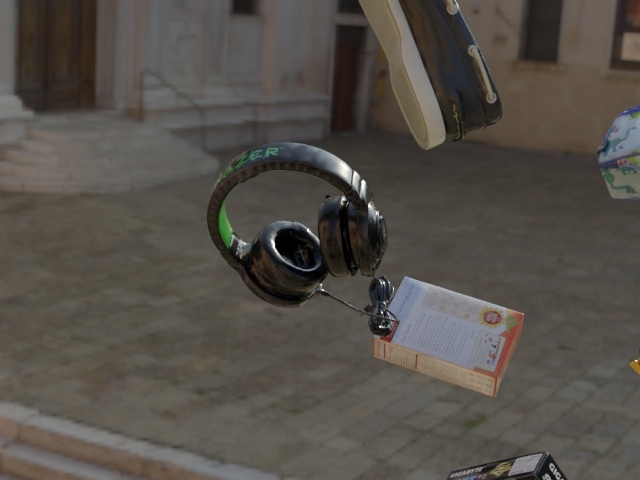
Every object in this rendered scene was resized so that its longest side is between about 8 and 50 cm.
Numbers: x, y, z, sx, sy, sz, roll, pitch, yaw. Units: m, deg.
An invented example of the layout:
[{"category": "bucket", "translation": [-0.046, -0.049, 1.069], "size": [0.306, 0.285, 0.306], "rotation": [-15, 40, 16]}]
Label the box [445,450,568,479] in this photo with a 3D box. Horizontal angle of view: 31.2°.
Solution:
[{"category": "box", "translation": [0.288, 0.397, 1.551], "size": [0.175, 0.220, 0.051], "rotation": [-25, 14, 44]}]

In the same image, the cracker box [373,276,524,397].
[{"category": "cracker box", "translation": [0.228, 0.170, 2.048], "size": [0.232, 0.067, 0.156], "rotation": [18, 51, 17]}]

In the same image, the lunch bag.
[{"category": "lunch bag", "translation": [0.521, -0.146, 1.667], "size": [0.219, 0.090, 0.176], "rotation": [-11, 29, 39]}]

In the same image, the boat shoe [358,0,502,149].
[{"category": "boat shoe", "translation": [0.095, -0.244, 1.161], "size": [0.091, 0.302, 0.114], "rotation": [-19, 0, -9]}]

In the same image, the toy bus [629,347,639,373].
[{"category": "toy bus", "translation": [0.726, 0.227, 2.137], "size": [0.211, 0.220, 0.149], "rotation": [52, 24, 19]}]

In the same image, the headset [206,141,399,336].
[{"category": "headset", "translation": [0.000, 0.000, 1.756], "size": [0.243, 0.394, 0.185], "rotation": [-24, 32, 25]}]
